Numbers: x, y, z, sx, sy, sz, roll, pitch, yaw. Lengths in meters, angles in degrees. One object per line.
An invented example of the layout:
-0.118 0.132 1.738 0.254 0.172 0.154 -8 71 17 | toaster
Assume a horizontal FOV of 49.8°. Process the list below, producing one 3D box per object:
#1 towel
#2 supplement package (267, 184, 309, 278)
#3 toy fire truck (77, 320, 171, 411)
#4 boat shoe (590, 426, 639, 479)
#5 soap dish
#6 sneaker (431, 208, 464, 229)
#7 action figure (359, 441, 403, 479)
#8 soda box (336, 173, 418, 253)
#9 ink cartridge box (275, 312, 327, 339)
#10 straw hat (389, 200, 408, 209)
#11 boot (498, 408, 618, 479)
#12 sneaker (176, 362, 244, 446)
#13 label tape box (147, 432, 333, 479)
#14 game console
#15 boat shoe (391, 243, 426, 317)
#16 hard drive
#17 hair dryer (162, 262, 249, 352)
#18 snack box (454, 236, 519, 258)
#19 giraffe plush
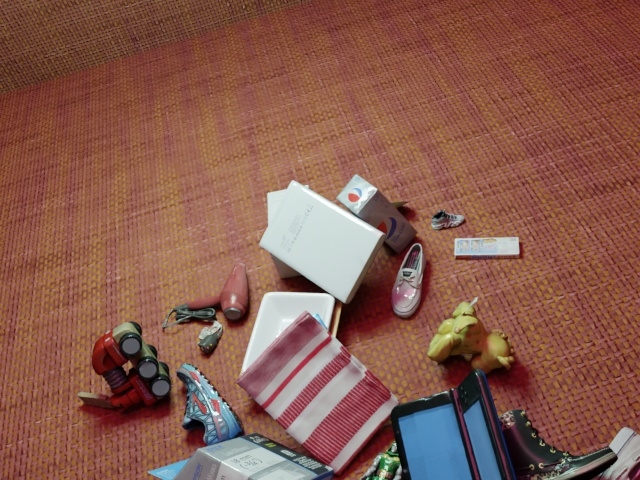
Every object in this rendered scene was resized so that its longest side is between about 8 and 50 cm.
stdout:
0.000 0.357 1.620 0.329 0.037 0.237 44 80 -2 | towel
-0.079 -0.027 2.084 0.134 0.139 0.244 -11 47 7 | supplement package
-0.547 0.357 1.824 0.246 0.217 0.158 -32 19 -7 | toy fire truck
0.614 0.511 1.438 0.088 0.096 0.268 26 51 38 | boat shoe
-0.069 0.275 1.819 0.229 0.118 0.290 1 48 16 | soap dish
0.378 -0.071 2.049 0.098 0.069 0.038 -17 47 0 | sneaker
0.134 0.556 1.548 0.137 0.063 0.232 9 48 26 | action figure
0.165 -0.069 1.952 0.091 0.286 0.098 -50 51 1 | soda box
-0.045 0.242 1.695 0.123 0.088 0.052 -29 61 -12 | ink cartridge box
0.202 -0.083 2.111 0.145 0.144 0.061 -5 88 11 | straw hat
0.466 0.424 1.427 0.237 0.085 0.178 -28 53 13 | boot
-0.315 0.421 1.763 0.125 0.104 0.262 -38 50 -17 | sneaker
-0.175 0.514 1.540 0.334 0.241 0.105 17 92 27 | label tape box
0.274 0.452 1.453 0.174 0.250 0.293 -8 63 -8 | game console
0.242 0.106 1.919 0.083 0.075 0.226 2 49 17 | boat shoe
0.000 0.000 1.873 0.319 0.040 0.210 32 100 28 | hard drive
-0.312 0.173 2.006 0.224 0.080 0.293 26 59 34 | hair dryer
0.475 0.022 1.970 0.178 0.022 0.064 -1 49 14 | snack box
0.390 0.254 1.701 0.170 0.210 0.181 39 49 2 | giraffe plush
